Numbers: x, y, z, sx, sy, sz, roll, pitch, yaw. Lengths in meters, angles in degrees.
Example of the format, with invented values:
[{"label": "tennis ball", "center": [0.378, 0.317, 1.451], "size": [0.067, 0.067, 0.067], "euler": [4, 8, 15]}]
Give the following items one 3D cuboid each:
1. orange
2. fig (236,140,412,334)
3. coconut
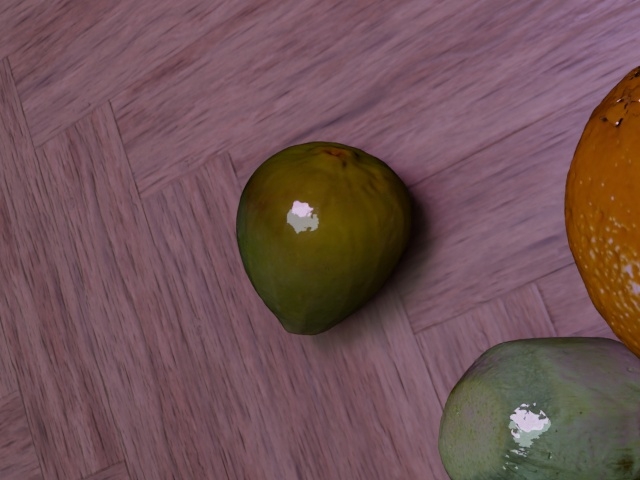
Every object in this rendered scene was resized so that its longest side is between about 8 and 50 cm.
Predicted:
[{"label": "orange", "center": [0.386, -0.012, 0.920], "size": [0.341, 0.341, 0.293], "euler": [19, 124, 31]}, {"label": "fig", "center": [-0.003, -0.009, 1.241], "size": [0.207, 0.207, 0.230], "euler": [52, 147, 22]}, {"label": "coconut", "center": [0.244, 0.198, 1.070], "size": [0.235, 0.236, 0.204], "euler": [-68, 27, 11]}]
